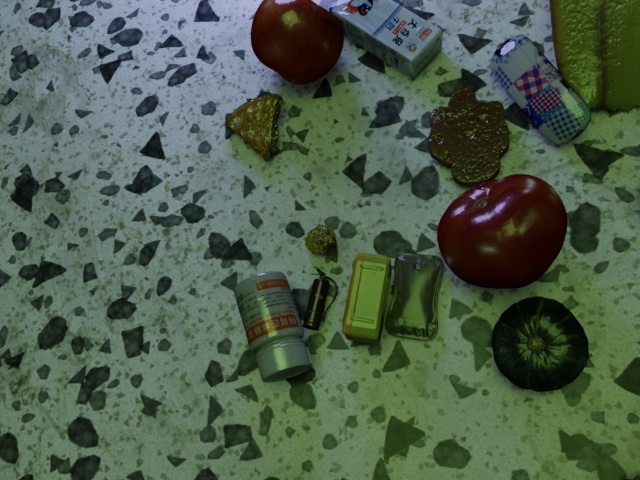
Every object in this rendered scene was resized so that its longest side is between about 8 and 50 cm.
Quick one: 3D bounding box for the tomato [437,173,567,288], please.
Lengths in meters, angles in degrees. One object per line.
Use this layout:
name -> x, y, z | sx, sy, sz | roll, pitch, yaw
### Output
tomato -> 0.426, -0.009, 1.456 | 0.299, 0.298, 0.226 | -33, 108, 0

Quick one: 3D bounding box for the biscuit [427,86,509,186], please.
biscuit -> 0.388, -0.275, 1.656 | 0.209, 0.041, 0.290 | -7, 70, 10

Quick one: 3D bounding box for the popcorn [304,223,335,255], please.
popcorn -> 0.000, 0.000, 1.642 | 0.082, 0.057, 0.083 | -16, 72, 8

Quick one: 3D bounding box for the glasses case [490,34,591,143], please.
glasses case -> 0.564, -0.392, 1.622 | 0.125, 0.076, 0.327 | -44, 64, 31

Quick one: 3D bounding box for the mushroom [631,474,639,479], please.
mushroom -> 0.573, 0.563, 1.311 | 0.278, 0.099, 0.096 | -15, 83, 3

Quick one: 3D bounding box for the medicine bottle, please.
medicine bottle -> -0.117, 0.213, 1.551 | 0.145, 0.144, 0.251 | -21, 72, 5

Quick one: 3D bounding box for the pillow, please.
pillow -> 0.236, 0.136, 1.555 | 0.130, 0.033, 0.217 | 7, 74, 16

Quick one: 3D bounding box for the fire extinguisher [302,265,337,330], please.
fire extinguisher -> 0.000, 0.150, 1.601 | 0.078, 0.045, 0.157 | 17, 73, -12

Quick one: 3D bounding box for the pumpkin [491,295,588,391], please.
pumpkin -> 0.490, 0.232, 1.406 | 0.212, 0.152, 0.211 | -1, 87, 22

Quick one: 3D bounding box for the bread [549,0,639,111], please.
bread -> 0.730, -0.521, 1.658 | 0.234, 0.245, 0.361 | -1, 103, 14

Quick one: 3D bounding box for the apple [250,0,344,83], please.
apple -> -0.070, -0.565, 1.743 | 0.260, 0.260, 0.216 | 43, 108, 21

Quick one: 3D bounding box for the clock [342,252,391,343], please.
clock -> 0.114, 0.142, 1.522 | 0.096, 0.143, 0.202 | 8, 73, 7

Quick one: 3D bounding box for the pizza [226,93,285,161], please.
pizza -> -0.168, -0.308, 1.784 | 0.188, 0.062, 0.198 | -20, 74, 19

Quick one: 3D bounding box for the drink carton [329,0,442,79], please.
drink carton -> 0.184, -0.597, 1.775 | 0.315, 0.106, 0.130 | 40, 85, 21
